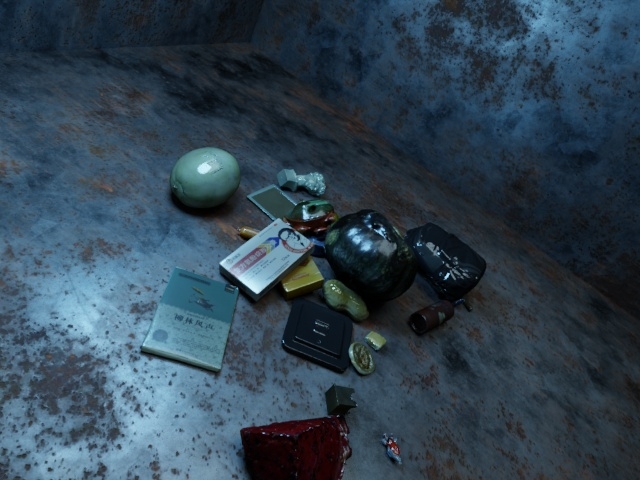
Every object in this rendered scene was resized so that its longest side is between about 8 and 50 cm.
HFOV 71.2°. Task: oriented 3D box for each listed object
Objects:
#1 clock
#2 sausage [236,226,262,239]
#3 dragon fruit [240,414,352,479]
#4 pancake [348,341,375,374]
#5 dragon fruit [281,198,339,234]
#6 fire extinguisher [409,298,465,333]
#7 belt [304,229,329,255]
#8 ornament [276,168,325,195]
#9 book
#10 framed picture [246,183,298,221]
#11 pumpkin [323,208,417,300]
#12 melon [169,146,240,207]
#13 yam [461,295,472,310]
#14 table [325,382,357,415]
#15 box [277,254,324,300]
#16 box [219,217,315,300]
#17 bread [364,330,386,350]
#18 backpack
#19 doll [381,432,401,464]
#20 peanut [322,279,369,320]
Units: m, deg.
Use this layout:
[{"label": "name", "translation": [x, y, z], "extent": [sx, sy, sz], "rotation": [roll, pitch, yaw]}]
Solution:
[{"label": "clock", "translation": [-0.003, 0.362, 1.771], "extent": [0.279, 0.049, 0.273], "rotation": [24, 37, -9]}, {"label": "sausage", "translation": [-0.213, 0.004, 2.042], "extent": [0.348, 0.053, 0.053], "rotation": [19, 38, -16]}, {"label": "dragon fruit", "translation": [-0.062, 0.665, 1.344], "extent": [0.329, 0.228, 0.285], "rotation": [1, 75, -62]}, {"label": "pancake", "translation": [0.163, 0.465, 1.770], "extent": [0.140, 0.022, 0.139], "rotation": [33, 35, -27]}, {"label": "dragon fruit", "translation": [-0.042, -0.119, 2.159], "extent": [0.296, 0.129, 0.268], "rotation": [-13, 17, -32]}, {"label": "fire extinguisher", "translation": [0.572, 0.340, 2.128], "extent": [0.344, 0.138, 0.102], "rotation": [-13, 69, -42]}, {"label": "belt", "translation": [0.000, 0.000, 2.172], "extent": [0.190, 0.082, 0.141], "rotation": [-11, 49, -42]}, {"label": "ornament", "translation": [-0.105, -0.326, 2.454], "extent": [0.286, 0.120, 0.130], "rotation": [10, 61, -27]}, {"label": "book", "translation": [-0.445, 0.267, 1.586], "extent": [0.264, 0.031, 0.379], "rotation": [21, 37, -15]}, {"label": "framed picture", "translation": [-0.202, -0.164, 2.279], "extent": [0.296, 0.019, 0.232], "rotation": [41, 38, 13]}, {"label": "pumpkin", "translation": [0.222, 0.071, 2.005], "extent": [0.454, 0.344, 0.454], "rotation": [46, 7, -7]}, {"label": "melon", "translation": [-0.512, -0.279, 1.989], "extent": [0.330, 0.268, 0.268], "rotation": [-27, 65, -41]}, {"label": "yam", "translation": [0.755, 0.283, 2.415], "extent": [0.027, 0.029, 0.234], "rotation": [2, 44, -28]}, {"label": "table", "translation": [0.073, 0.562, 1.571], "extent": [0.082, 0.070, 0.083], "rotation": [18, 37, -23]}, {"label": "box", "translation": [-0.123, 0.108, 1.919], "extent": [0.174, 0.076, 0.274], "rotation": [-19, 56, -20]}, {"label": "box", "translation": [-0.215, 0.070, 1.848], "extent": [0.214, 0.069, 0.353], "rotation": [36, 52, 20]}, {"label": "bread", "translation": [0.229, 0.420, 1.878], "extent": [0.083, 0.035, 0.070], "rotation": [35, 35, 17]}, {"label": "backpack", "translation": [0.630, 0.094, 2.363], "extent": [0.445, 0.254, 0.363], "rotation": [45, 40, 8]}, {"label": "doll", "translation": [0.249, 0.718, 1.537], "extent": [0.057, 0.039, 0.114], "rotation": [40, 17, -37]}, {"label": "peanut", "translation": [0.106, 0.262, 1.924], "extent": [0.236, 0.110, 0.120], "rotation": [39, 32, -4]}]
